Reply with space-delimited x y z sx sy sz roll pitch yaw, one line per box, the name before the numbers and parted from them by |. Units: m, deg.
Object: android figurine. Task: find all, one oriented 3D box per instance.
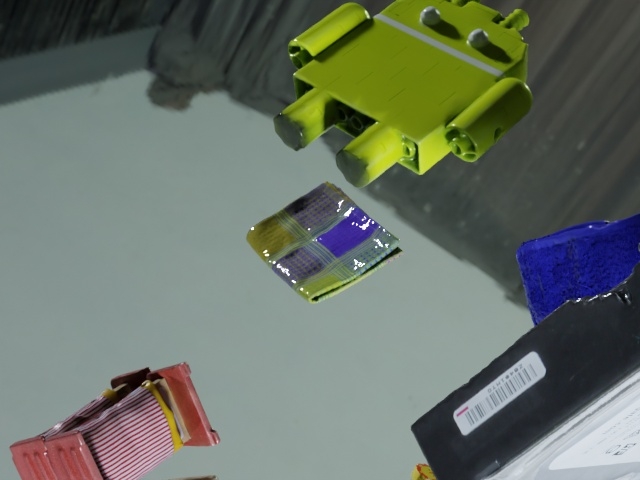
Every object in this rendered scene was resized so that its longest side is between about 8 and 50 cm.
android figurine | 0.091 -0.161 1.213 0.273 0.056 0.248 -39 53 -24

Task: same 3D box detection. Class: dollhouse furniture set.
dollhouse furniture set | -0.207 0.364 1.578 0.201 0.152 0.374 -35 106 -46

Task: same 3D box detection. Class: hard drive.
hard drive | 0.244 0.078 0.789 0.339 0.237 0.064 8 47 -50

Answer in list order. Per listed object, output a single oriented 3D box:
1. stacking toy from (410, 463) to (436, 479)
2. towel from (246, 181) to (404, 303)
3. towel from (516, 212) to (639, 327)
stacking toy | 0.141 0.402 1.507 0.052 0.167 0.221 13 21 -28
towel | 0.000 0.000 0.647 0.060 0.009 0.083 -30 36 -11
towel | 0.335 0.134 1.508 0.076 0.227 0.308 -9 83 -26
